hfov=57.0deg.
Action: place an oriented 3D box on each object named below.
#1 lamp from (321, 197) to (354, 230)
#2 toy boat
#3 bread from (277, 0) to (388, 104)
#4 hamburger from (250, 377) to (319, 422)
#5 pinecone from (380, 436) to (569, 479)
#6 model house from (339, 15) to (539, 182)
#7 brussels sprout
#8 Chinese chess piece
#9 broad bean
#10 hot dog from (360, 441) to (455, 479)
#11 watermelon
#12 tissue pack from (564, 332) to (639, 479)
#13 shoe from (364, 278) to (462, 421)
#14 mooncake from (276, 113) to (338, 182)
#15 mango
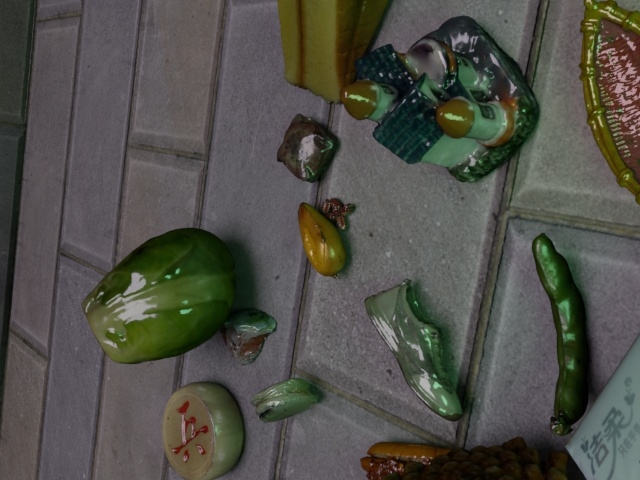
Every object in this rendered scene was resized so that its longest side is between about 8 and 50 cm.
[{"bbox_3d":[0.033,-0.064,1.261,0.083,0.031,0.063,36,112,43],"label":"lamp"},{"bbox_3d":[0.442,-0.196,0.830,0.141,0.099,0.318,-22,71,41],"label":"toy boat"},{"bbox_3d":[0.046,-0.501,1.243,0.233,0.244,0.362,41,146,35],"label":"bread"},{"bbox_3d":[-0.080,0.352,1.291,0.140,0.133,0.063,-38,55,27],"label":"hamburger"},{"bbox_3d":[0.256,0.495,0.836,0.384,0.384,0.385,-1,88,44],"label":"pinecone"},{"bbox_3d":[0.169,-0.244,0.963,0.190,0.300,0.272,-45,60,42],"label":"model house"},{"bbox_3d":[-0.370,0.128,1.413,0.314,0.371,0.276,-1,119,57],"label":"brussels sprout"},{"bbox_3d":[-0.306,0.491,1.525,0.249,0.103,0.250,-3,85,42],"label":"Chinese chess piece"},{"bbox_3d":[0.359,0.141,0.871,0.049,0.144,0.292,-12,65,37],"label":"broad bean"},{"bbox_3d":[0.170,0.428,1.089,0.249,0.076,0.102,-12,85,42],"label":"hot dog"},{"bbox_3d":[-0.190,0.240,1.445,0.187,0.071,0.139,-4,91,43],"label":"watermelon"},{"bbox_3d":[0.499,0.199,0.624,0.332,0.205,0.405,-103,32,-66],"label":"tissue pack"},{"bbox_3d":[0.183,0.194,1.068,0.098,0.103,0.275,-40,64,20],"label":"shoe"},{"bbox_3d":[-0.033,-0.202,1.298,0.130,0.073,0.125,39,113,35],"label":"mooncake"},{"bbox_3d":[0.000,0.000,1.261,0.188,0.066,0.101,61,146,23],"label":"mango"}]
